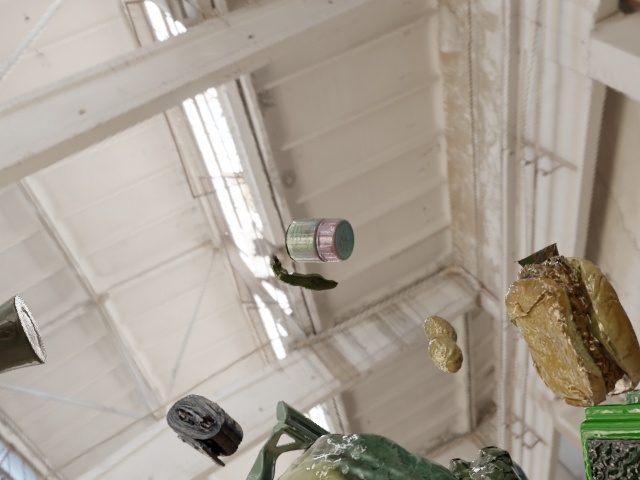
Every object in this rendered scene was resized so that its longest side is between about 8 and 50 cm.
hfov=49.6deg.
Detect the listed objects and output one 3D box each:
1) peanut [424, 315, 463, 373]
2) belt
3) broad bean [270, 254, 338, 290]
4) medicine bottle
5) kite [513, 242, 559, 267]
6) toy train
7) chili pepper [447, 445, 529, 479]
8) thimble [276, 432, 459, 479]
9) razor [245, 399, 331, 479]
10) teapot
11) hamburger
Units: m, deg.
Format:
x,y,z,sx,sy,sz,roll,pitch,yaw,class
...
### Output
x,y,z,sx,sy,sz,roll,pitch,yaw,class
0.313,0.261,1.772,0.082,0.187,0.082,-1,-53,-2,peanut
-0.298,0.456,1.732,0.122,0.218,0.128,-51,-55,-24,belt
-0.051,0.104,1.881,0.195,0.046,0.061,24,-86,-1,broad bean
0.000,0.000,2.029,0.135,0.168,0.135,0,-90,-57,medicine bottle
0.512,0.112,1.602,0.198,0.006,0.244,28,-107,-24,kite
0.450,0.330,0.960,0.188,0.132,0.243,11,-109,-46,toy train
0.276,0.456,1.048,0.165,0.261,0.174,-23,-3,-3,chili pepper
0.040,0.326,0.643,0.167,0.254,0.288,-38,-28,-42,thimble
-0.093,0.341,0.871,0.111,0.056,0.278,44,-106,-39,razor
-0.691,0.223,1.490,0.149,0.162,0.239,-24,-9,-14,teapot
0.478,0.167,1.311,0.145,0.259,0.283,-29,-88,-10,hamburger
